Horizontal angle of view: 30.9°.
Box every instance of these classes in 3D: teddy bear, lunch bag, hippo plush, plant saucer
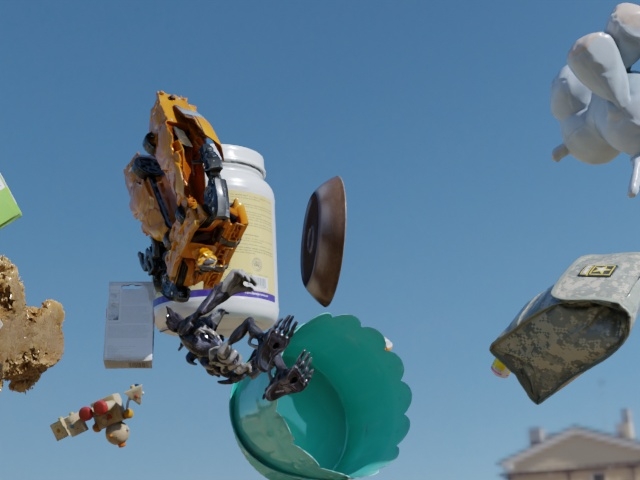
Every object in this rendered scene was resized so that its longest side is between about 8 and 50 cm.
[{"bbox_3d":[-0.524,0.149,1.755,0.113,0.245,0.338,0,12,21],"label":"teddy bear"},{"bbox_3d":[0.487,0.138,2.142,0.287,0.169,0.235,-42,-3,36],"label":"lunch bag"},{"bbox_3d":[0.500,-0.218,1.881,0.234,0.294,0.236,-19,-6,-13],"label":"hippo plush"},{"bbox_3d":[0.000,0.000,1.727,0.036,0.198,0.198,5,-19,-10],"label":"plant saucer"}]

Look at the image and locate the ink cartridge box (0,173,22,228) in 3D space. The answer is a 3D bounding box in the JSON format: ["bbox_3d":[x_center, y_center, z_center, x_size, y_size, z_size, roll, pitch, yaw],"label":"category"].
[{"bbox_3d":[-0.467,-0.101,1.247,0.189,0.255,0.097,-13,18,37],"label":"ink cartridge box"}]

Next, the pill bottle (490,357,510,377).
[{"bbox_3d":[0.398,0.249,2.466,0.043,0.043,0.083,9,-64,-31],"label":"pill bottle"}]

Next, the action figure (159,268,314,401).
[{"bbox_3d":[-0.117,0.140,1.688,0.276,0.141,0.164,13,-39,50],"label":"action figure"}]

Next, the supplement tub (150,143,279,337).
[{"bbox_3d":[-0.203,0.005,2.198,0.241,0.331,0.241,-3,-16,-1],"label":"supplement tub"}]

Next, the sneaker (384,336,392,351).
[{"bbox_3d":[0.041,0.241,2.252,0.215,0.083,0.084,-4,27,-24],"label":"sneaker"}]

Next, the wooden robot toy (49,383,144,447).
[{"bbox_3d":[-0.317,0.273,1.701,0.173,0.079,0.076,-25,-3,16],"label":"wooden robot toy"}]

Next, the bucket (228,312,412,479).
[{"bbox_3d":[-0.006,0.276,1.923,0.281,0.281,0.183,9,-27,-32],"label":"bucket"}]

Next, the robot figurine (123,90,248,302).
[{"bbox_3d":[-0.176,-0.057,1.508,0.085,0.291,0.211,7,-54,-33],"label":"robot figurine"}]

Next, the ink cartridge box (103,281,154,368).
[{"bbox_3d":[-0.249,0.110,1.512,0.063,0.115,0.029,0,-30,-4],"label":"ink cartridge box"}]
